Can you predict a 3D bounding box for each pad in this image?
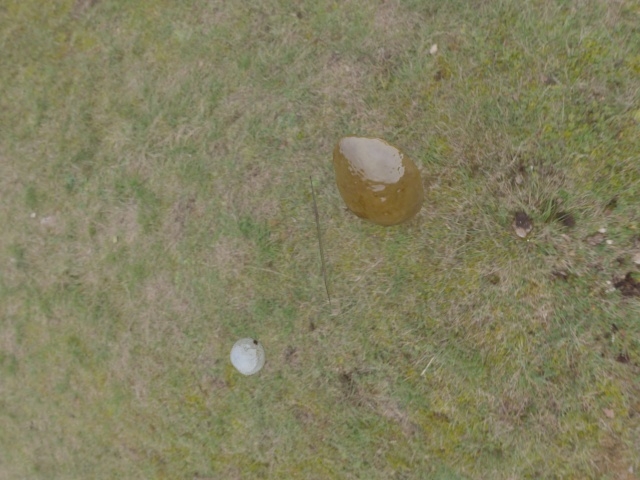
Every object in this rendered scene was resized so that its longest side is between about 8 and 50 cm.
[{"bbox_3d":[0.000,0.000,1.064,0.004,0.181,0.267,-8,62,2],"label":"pad"}]

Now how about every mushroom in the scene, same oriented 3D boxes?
[{"bbox_3d":[-0.173,0.272,1.095,0.079,0.085,0.085,-36,72,62],"label":"mushroom"}]

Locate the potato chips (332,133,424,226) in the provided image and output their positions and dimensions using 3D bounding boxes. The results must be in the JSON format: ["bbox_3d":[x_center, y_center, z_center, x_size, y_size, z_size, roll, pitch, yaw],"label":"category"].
[{"bbox_3d":[0.094,-0.087,0.786,0.150,0.201,0.049,8,55,23],"label":"potato chips"}]
